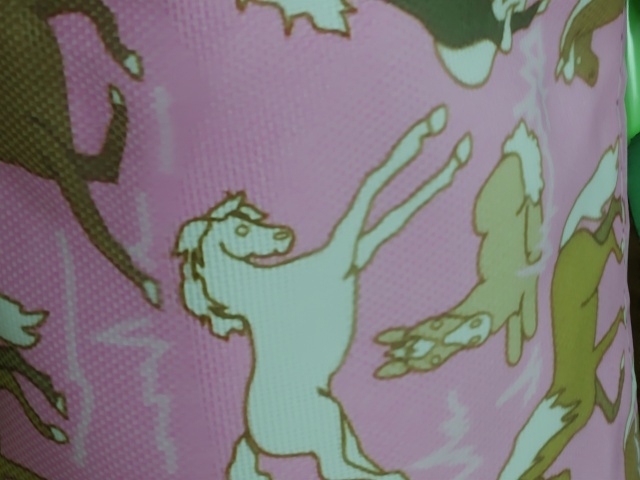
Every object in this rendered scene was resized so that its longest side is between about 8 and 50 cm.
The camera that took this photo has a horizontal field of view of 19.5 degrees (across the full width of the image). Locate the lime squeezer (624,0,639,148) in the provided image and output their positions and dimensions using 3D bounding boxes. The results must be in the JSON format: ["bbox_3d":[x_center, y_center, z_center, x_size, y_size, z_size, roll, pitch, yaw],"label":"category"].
[{"bbox_3d":[0.064,-0.185,0.646,0.110,0.059,0.310,-33,96,8],"label":"lime squeezer"}]

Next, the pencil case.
[{"bbox_3d":[0.000,0.000,0.434,0.167,0.160,0.386,-46,136,-49],"label":"pencil case"}]

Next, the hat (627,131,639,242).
[{"bbox_3d":[0.140,0.089,0.639,0.173,0.183,0.208,14,37,-23],"label":"hat"}]
